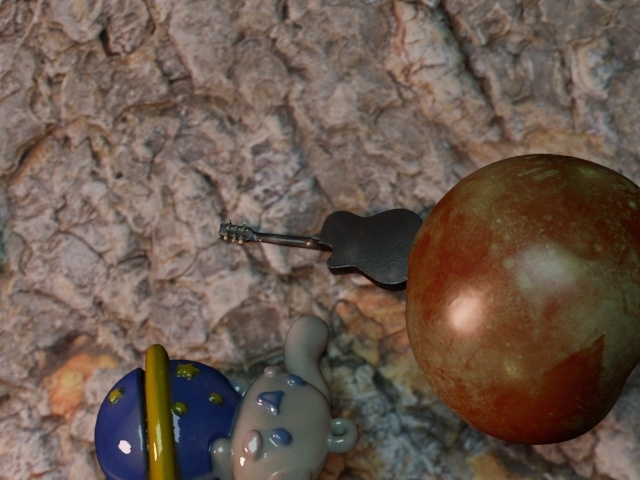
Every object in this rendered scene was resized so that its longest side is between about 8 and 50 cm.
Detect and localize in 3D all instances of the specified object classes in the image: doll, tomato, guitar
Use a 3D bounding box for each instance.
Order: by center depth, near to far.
[{"bbox_3d":[0.188,0.046,1.176,0.223,0.270,0.270,28,72,-4],"label":"tomato"},{"bbox_3d":[-0.092,0.217,1.216,0.243,0.159,0.311,2,33,-15],"label":"doll"},{"bbox_3d":[0.000,0.000,1.378,0.233,0.025,0.088,7,68,14],"label":"guitar"}]
